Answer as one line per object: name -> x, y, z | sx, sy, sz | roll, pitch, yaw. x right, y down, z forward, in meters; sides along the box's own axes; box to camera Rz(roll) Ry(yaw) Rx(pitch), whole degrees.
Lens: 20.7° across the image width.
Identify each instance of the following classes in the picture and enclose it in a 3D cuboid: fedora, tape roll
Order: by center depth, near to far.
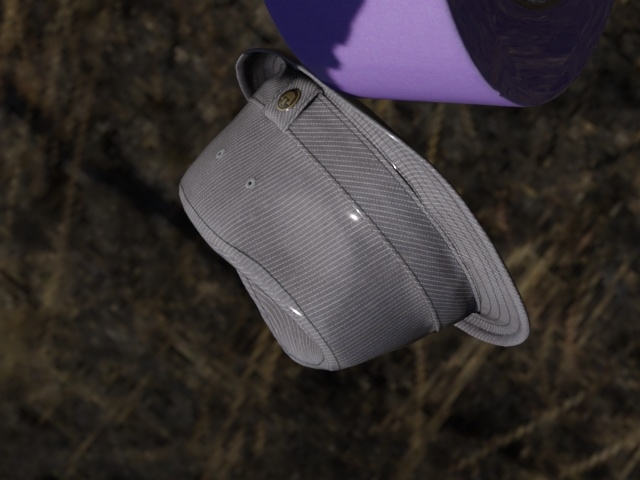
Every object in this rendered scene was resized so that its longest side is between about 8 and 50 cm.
tape roll -> 0.063, -0.199, 0.793 | 0.090, 0.275, 0.275 | 5, 151, 28
fedora -> 0.000, 0.000, 1.151 | 0.275, 0.124, 0.244 | 43, 169, 42
